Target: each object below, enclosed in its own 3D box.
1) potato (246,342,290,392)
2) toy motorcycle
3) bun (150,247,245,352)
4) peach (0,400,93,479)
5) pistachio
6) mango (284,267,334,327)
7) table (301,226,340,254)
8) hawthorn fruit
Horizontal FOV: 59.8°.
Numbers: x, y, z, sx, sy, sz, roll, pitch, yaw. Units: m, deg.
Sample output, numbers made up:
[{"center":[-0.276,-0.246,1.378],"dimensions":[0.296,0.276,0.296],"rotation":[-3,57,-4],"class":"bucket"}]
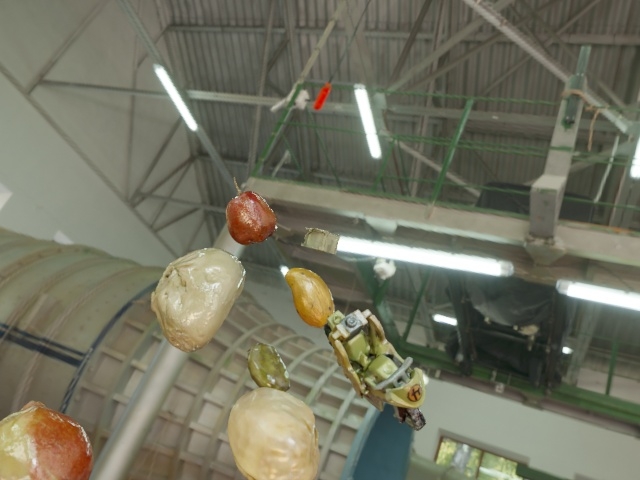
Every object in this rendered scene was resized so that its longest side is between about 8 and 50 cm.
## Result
[{"center":[-0.191,0.475,2.020],"dimensions":[0.149,0.113,0.251],"rotation":[28,21,-41],"class":"potato"},{"center":[0.156,0.363,1.597],"dimensions":[0.410,0.169,0.237],"rotation":[44,-27,21],"class":"toy motorcycle"},{"center":[-0.377,0.165,1.706],"dimensions":[0.234,0.326,0.362],"rotation":[36,12,-16],"class":"bun"},{"center":[-0.630,0.475,1.225],"dimensions":[0.232,0.257,0.232],"rotation":[-15,-43,-14],"class":"peach"},{"center":[-0.121,0.538,1.508],"dimensions":[0.321,0.238,0.229],"rotation":[38,-39,52],"class":"pistachio"},{"center":[-0.038,0.218,2.167],"dimensions":[0.262,0.157,0.109],"rotation":[60,-20,-4],"class":"mango"},{"center":[0.000,0.000,1.668],"dimensions":[0.079,0.062,0.083],"rotation":[11,-4,40],"class":"table"},{"center":[-0.222,-0.090,1.687],"dimensions":[0.162,0.162,0.203],"rotation":[-4,-66,45],"class":"hawthorn fruit"}]
